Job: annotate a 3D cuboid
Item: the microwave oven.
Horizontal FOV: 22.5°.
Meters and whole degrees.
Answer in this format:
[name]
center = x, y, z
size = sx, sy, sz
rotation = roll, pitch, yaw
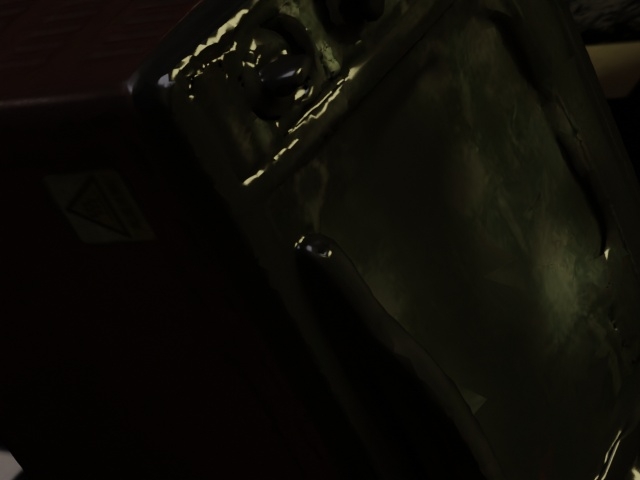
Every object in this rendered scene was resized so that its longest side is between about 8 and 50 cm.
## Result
[microwave oven]
center = -0.002, 0.001, 0.513
size = 0.188, 0.247, 0.178
rotation = -4, 37, 40
